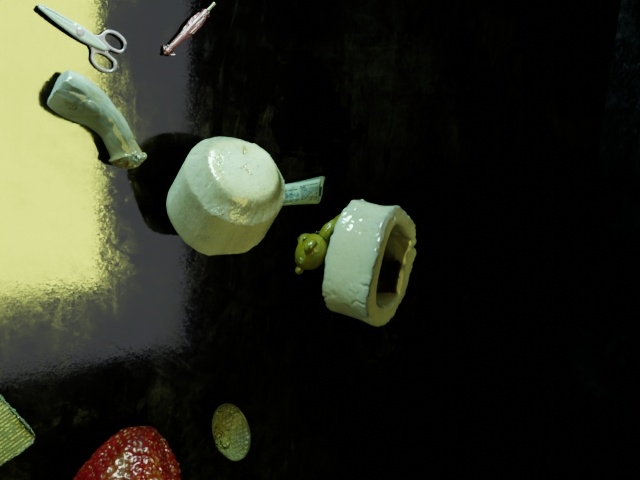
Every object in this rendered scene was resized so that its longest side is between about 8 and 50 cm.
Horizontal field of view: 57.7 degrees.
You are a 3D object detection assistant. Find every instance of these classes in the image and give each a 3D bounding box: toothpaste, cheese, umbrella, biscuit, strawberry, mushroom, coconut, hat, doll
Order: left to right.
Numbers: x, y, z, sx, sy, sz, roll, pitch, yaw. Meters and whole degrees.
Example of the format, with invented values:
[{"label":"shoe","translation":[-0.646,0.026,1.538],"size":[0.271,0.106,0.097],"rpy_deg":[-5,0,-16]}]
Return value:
[{"label":"biscuit","translation":[-0.686,0.349,1.121],"size":[0.147,0.046,0.250],"rpy_deg":[-39,123,-24]},{"label":"mushroom","translation":[-0.437,-0.235,1.160],"size":[0.223,0.081,0.092],"rpy_deg":[51,51,-37]},{"label":"strawberry","translation":[-0.430,0.556,1.276],"size":[0.238,0.250,0.289],"rpy_deg":[8,72,-7]},{"label":"umbrella","translation":[-0.284,-0.460,1.262],"size":[0.165,0.025,0.027],"rpy_deg":[-51,145,-14]},{"label":"hat","translation":[-0.252,0.503,1.501],"size":[0.146,0.067,0.146],"rpy_deg":[44,31,-35]},{"label":"coconut","translation":[-0.211,-0.088,1.282],"size":[0.237,0.266,0.238],"rpy_deg":[19,50,-23]},{"label":"toothpaste","translation":[-0.095,-0.116,1.482],"size":[0.268,0.047,0.069],"rpy_deg":[-12,92,-38]},{"label":"doll","translation":[0.000,0.000,1.574],"size":[0.209,0.097,0.137],"rpy_deg":[-41,156,-42]},{"label":"cheese","translation":[0.140,0.056,1.596],"size":[0.292,0.153,0.333],"rpy_deg":[-4,108,-60]}]

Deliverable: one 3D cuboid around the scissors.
[{"label":"scissors","translation":[-0.465,-0.403,1.132],"size":[0.176,0.022,0.086],"rpy_deg":[30,85,-42]}]
